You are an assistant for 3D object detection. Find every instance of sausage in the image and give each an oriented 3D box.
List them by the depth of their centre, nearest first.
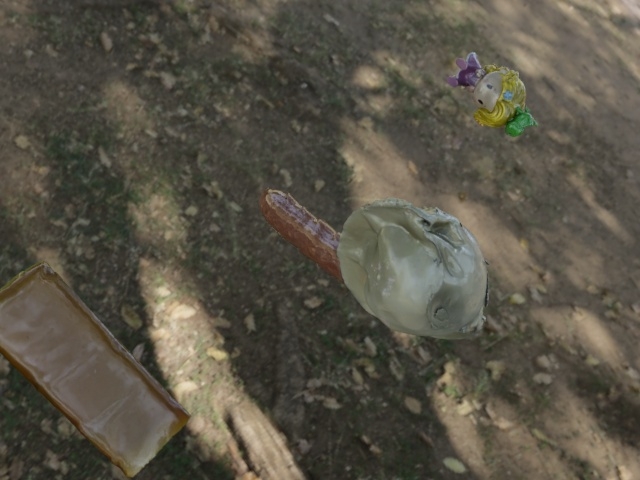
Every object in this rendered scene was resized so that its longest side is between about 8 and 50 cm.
[{"bbox_3d":[-0.002,0.001,1.599,0.088,0.088,0.433,-3,30,-41],"label":"sausage"}]

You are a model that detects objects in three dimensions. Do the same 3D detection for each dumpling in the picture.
[{"bbox_3d":[0.101,0.046,0.917,0.142,0.172,0.247,-62,140,-35],"label":"dumpling"}]

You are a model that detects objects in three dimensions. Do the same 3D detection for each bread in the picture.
[{"bbox_3d":[-0.369,0.198,1.221,0.138,0.077,0.361,-44,112,-18],"label":"bread"}]

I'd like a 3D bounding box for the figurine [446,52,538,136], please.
[{"bbox_3d":[0.292,-0.232,1.259,0.115,0.095,0.156,-20,54,-39],"label":"figurine"}]
